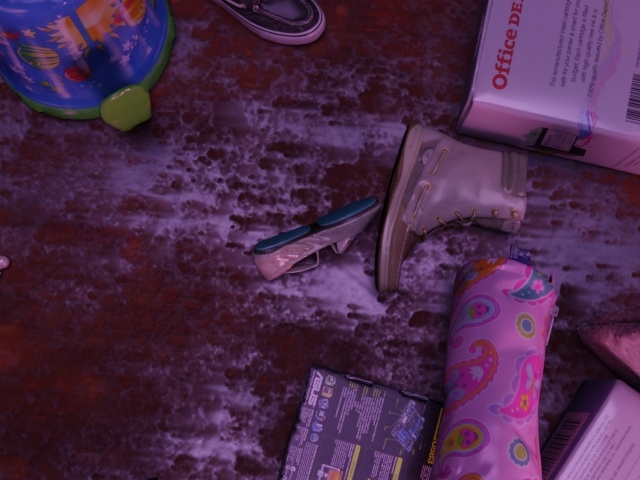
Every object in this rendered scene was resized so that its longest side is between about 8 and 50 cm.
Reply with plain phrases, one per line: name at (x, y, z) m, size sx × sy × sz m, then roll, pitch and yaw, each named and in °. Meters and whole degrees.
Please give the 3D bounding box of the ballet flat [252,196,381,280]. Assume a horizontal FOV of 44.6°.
ballet flat at (0.000, 0.000, 0.944) m, size 0.168 × 0.057 × 0.052 m, roll -22°, pitch 108°, yaw -1°

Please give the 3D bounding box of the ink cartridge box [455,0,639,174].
ink cartridge box at (0.322, -0.209, 0.947) m, size 0.278 × 0.117 × 0.201 m, roll 13°, pitch 79°, yaw 1°

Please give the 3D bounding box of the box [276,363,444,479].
box at (0.050, 0.257, 0.892) m, size 0.184 × 0.045 × 0.190 m, roll 16°, pitch 78°, yaw 0°

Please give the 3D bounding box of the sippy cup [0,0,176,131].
sippy cup at (-0.303, -0.285, 0.901) m, size 0.305 × 0.224 × 0.240 m, roll 23°, pitch 80°, yaw 3°

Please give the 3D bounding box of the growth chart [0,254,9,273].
growth chart at (-0.497, 0.002, 0.945) m, size 0.172 × 0.021 × 0.237 m, roll -40°, pitch 82°, yaw -7°

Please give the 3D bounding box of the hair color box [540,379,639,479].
hair color box at (0.415, 0.334, 0.846) m, size 0.374 × 0.113 × 0.185 m, roll 35°, pitch 81°, yaw 6°

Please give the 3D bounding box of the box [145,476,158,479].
box at (-0.244, 0.326, 0.816) m, size 0.156 × 0.158 × 0.093 m, roll -22°, pitch 80°, yaw -4°

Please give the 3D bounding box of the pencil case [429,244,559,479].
pencil case at (0.190, 0.155, 0.845) m, size 0.124 × 0.124 × 0.284 m, roll 13°, pitch 62°, yaw 2°

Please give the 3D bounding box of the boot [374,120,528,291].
boot at (0.157, -0.025, 0.932) m, size 0.165 × 0.077 × 0.213 m, roll 15°, pitch 76°, yaw 0°

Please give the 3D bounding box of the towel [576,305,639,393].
towel at (0.374, 0.140, 0.797) m, size 0.187 × 0.282 × 0.049 m, roll 43°, pitch 86°, yaw 8°

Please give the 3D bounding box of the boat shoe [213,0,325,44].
boat shoe at (-0.094, -0.322, 0.987) m, size 0.219 × 0.070 × 0.078 m, roll 28°, pitch 80°, yaw 5°
